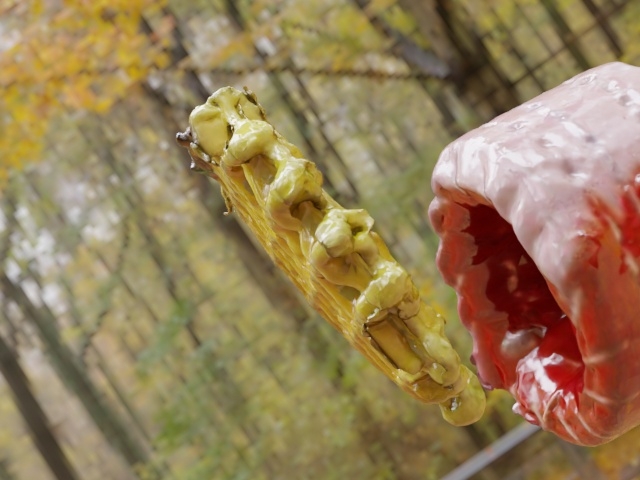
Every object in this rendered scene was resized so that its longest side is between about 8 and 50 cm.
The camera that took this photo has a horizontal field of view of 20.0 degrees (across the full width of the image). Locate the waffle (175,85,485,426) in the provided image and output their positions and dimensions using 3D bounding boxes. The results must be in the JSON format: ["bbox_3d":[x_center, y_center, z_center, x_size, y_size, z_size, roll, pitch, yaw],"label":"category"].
[{"bbox_3d":[-0.003,0.002,1.288,0.060,0.307,0.312,-41,-39,-7],"label":"waffle"}]

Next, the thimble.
[{"bbox_3d":[0.147,0.009,0.965,0.125,0.163,0.189,-29,-51,-17],"label":"thimble"}]
